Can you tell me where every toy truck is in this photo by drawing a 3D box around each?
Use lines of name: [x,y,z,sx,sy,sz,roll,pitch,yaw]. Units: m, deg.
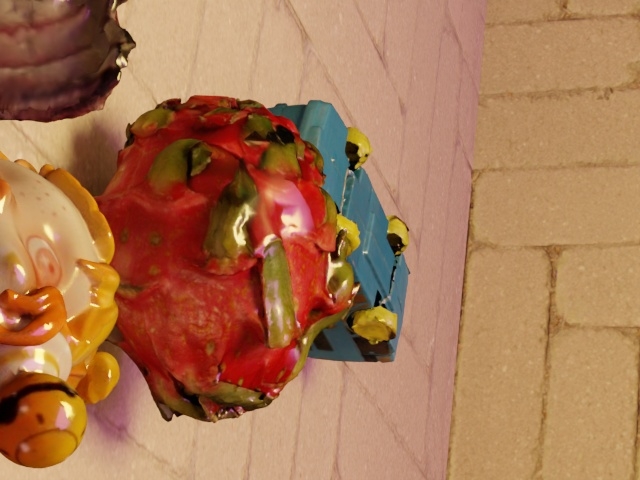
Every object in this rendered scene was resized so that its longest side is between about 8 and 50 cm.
toy truck: [0.000,0.000,1.901,0.385,0.162,0.161,63,31,-52]

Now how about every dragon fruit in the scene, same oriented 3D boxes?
dragon fruit: [-0.096,0.017,1.468,0.237,0.231,0.302,-14,96,-64]

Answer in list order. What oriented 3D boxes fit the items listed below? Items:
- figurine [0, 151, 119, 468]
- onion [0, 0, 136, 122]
figurine: [-0.256,0.032,1.026,0.320,0.196,0.323,53,19,21]
onion: [-0.247,-0.179,1.012,0.146,0.280,0.314,104,-9,-57]
